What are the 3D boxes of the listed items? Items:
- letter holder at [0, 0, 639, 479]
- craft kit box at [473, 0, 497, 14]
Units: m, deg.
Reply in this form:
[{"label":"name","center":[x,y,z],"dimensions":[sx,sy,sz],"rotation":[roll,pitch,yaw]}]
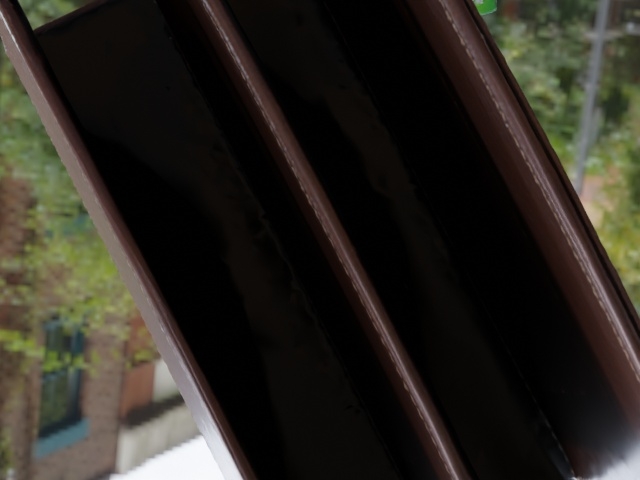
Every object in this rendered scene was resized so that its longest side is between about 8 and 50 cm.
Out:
[{"label":"letter holder","center":[0.000,0.000,0.569],"dimensions":[0.152,0.302,0.214],"rotation":[-27,177,-8]},{"label":"craft kit box","center":[0.092,-0.377,1.478],"dimensions":[0.061,0.246,0.250],"rotation":[-17,-150,-15]}]
